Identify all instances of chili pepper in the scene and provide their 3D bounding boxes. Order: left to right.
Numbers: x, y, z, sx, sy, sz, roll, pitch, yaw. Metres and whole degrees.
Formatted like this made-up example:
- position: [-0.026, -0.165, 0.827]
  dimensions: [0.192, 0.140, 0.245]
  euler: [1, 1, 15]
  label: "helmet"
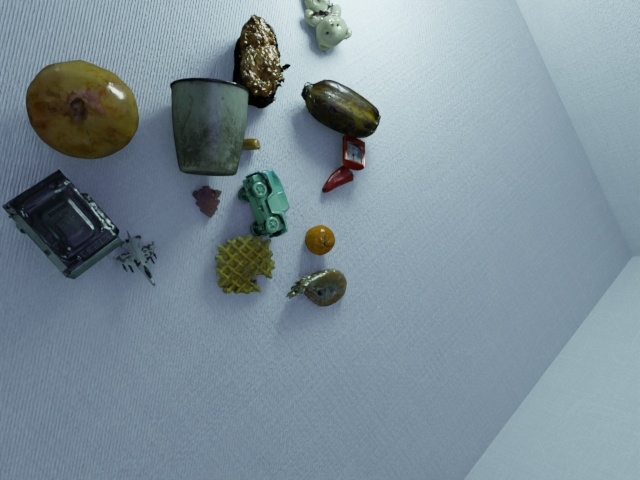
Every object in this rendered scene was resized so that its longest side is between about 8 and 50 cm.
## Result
- position: [0.069, -0.271, 2.098]
  dimensions: [0.169, 0.065, 0.088]
  euler: [-38, 86, -19]
  label: "chili pepper"

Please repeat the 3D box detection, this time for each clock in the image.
- position: [0.149, -0.403, 2.111]
  dimensions: [0.113, 0.061, 0.155]
  euler: [17, 57, -24]
  label: "clock"

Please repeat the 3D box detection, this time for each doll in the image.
- position: [0.018, -1.024, 2.066]
  dimensions: [0.175, 0.149, 0.278]
  euler: [-26, 87, 7]
  label: "doll"

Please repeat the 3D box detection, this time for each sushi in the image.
- position: [-0.240, -0.728, 1.879]
  dimensions: [0.234, 0.207, 0.349]
  euler: [-1, 84, -22]
  label: "sushi"

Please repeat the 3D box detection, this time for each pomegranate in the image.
- position: [-0.800, -0.442, 1.546]
  dimensions: [0.338, 0.338, 0.339]
  euler: [1, 87, -27]
  label: "pomegranate"

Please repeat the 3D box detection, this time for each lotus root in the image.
- position: [0.094, -0.593, 2.047]
  dimensions: [0.397, 0.179, 0.196]
  euler: [22, 62, -18]
  label: "lotus root"

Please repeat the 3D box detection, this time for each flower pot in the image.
- position: [-0.423, -0.418, 1.739]
  dimensions: [0.293, 0.293, 0.331]
  euler: [0, 95, -27]
  label: "flower pot"

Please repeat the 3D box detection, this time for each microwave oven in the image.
- position: [-0.851, -0.051, 1.525]
  dimensions: [0.237, 0.181, 0.295]
  euler: [-41, 96, -18]
  label: "microwave oven"

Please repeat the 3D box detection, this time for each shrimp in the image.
- position: [-0.013, 0.225, 2.027]
  dimensions: [0.317, 0.077, 0.168]
  euler: [-15, 97, -30]
  label: "shrimp"

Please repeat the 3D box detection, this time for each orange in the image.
- position: [0.001, -0.002, 2.018]
  dimensions: [0.135, 0.117, 0.136]
  euler: [1, 88, -34]
  label: "orange"

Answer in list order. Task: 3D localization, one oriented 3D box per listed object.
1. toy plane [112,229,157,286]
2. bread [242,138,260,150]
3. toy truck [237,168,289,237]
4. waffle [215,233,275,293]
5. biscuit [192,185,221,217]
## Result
- position: [-0.672, 0.076, 1.692]
  dimensions: [0.160, 0.082, 0.234]
  euler: [-26, 88, -34]
  label: "toy plane"
- position: [-0.306, -0.405, 1.921]
  dimensions: [0.062, 0.103, 0.049]
  euler: [-29, 119, -68]
  label: "bread"
- position: [-0.226, -0.149, 1.890]
  dimensions: [0.156, 0.155, 0.279]
  euler: [-25, 99, -34]
  label: "toy truck"
- position: [-0.308, 0.097, 1.880]
  dimensions: [0.261, 0.056, 0.250]
  euler: [-4, 98, -26]
  label: "waffle"
- position: [-0.458, -0.157, 1.844]
  dimensions: [0.119, 0.019, 0.130]
  euler: [-6, 90, -27]
  label: "biscuit"
